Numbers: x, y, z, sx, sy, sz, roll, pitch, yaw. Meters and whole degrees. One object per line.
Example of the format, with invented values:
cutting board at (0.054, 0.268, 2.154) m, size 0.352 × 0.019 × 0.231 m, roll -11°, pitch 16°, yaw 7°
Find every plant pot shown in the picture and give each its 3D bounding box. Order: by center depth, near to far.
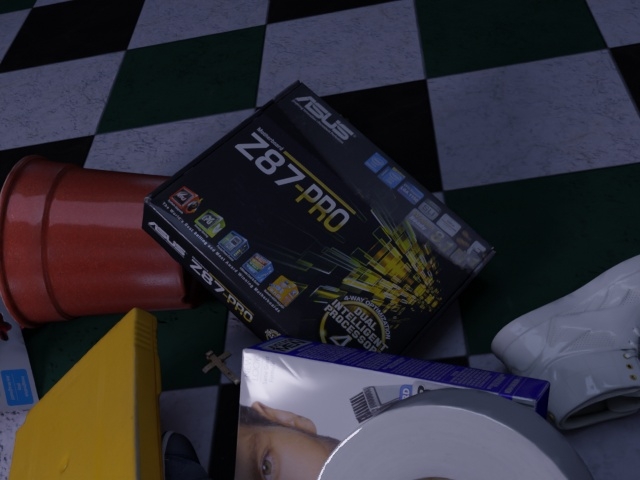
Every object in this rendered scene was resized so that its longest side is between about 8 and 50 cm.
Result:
plant pot at (-0.315, 0.003, 1.266) m, size 0.265 × 0.272 × 0.272 m, roll 0°, pitch 44°, yaw 7°

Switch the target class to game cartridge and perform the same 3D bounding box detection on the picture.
game cartridge at (-0.292, 0.281, 0.996) m, size 0.285 × 0.052 × 0.324 m, roll -42°, pitch 35°, yaw 22°

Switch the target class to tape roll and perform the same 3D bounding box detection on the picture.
tape roll at (0.130, 0.292, 0.795) m, size 0.286 × 0.286 × 0.100 m, roll 5°, pitch 3°, yaw 22°

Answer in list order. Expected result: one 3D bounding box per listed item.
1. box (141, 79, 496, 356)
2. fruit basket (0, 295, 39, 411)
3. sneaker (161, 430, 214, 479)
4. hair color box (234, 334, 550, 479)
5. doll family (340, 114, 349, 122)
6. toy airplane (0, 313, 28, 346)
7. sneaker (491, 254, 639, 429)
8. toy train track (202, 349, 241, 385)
box at (0.000, 0.000, 1.147) m, size 0.395 × 0.097 × 0.318 m, roll 43°, pitch 60°, yaw 9°
fruit basket at (-0.610, 0.116, 1.180) m, size 0.353 × 0.165 × 0.327 m, roll -1°, pitch 47°, yaw -35°
sneaker at (-0.118, 0.352, 0.916) m, size 0.127 × 0.126 × 0.321 m, roll -19°, pitch 50°, yaw 2°
hair color box at (0.075, 0.228, 0.929) m, size 0.339 × 0.185 × 0.110 m, roll 6°, pitch 5°, yaw 24°
doll family at (-0.008, -0.184, 1.502) m, size 0.111 × 0.076 × 0.193 m, roll 21°, pitch 58°, yaw 29°
toy airplane at (-0.519, 0.146, 1.329) m, size 0.151 × 0.028 × 0.151 m, roll -12°, pitch 45°, yaw 12°
sneaker at (0.385, 0.130, 1.027) m, size 0.292 × 0.108 × 0.169 m, roll -27°, pitch 50°, yaw -7°
toy train track at (-0.142, 0.182, 1.186) m, size 0.048 × 0.014 × 0.083 m, roll -36°, pitch 46°, yaw -21°
